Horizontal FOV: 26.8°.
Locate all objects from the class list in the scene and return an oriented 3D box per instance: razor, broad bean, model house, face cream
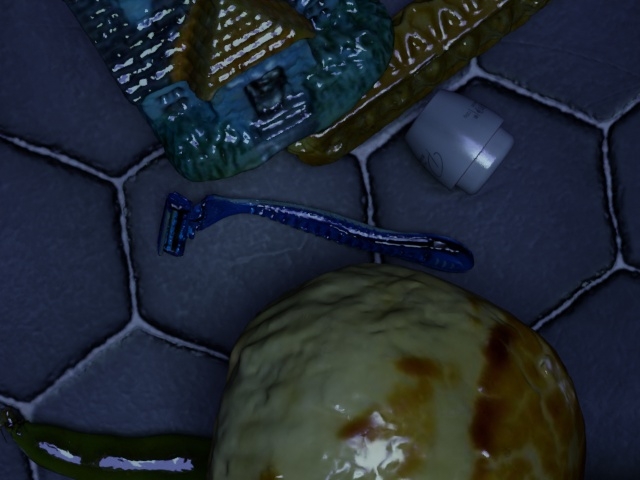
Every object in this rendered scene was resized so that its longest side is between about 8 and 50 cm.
[{"bbox_3d":[0.000,-0.010,1.370,0.324,0.093,0.056,7,56,-8],"label":"razor"},{"bbox_3d":[-0.202,0.220,1.362,0.254,0.046,0.065,9,78,-4],"label":"broad bean"},{"bbox_3d":[-0.086,-0.226,1.233,0.261,0.241,0.226,-34,67,-4],"label":"model house"},{"bbox_3d":[0.140,-0.100,1.356,0.095,0.091,0.091,38,89,3],"label":"face cream"}]

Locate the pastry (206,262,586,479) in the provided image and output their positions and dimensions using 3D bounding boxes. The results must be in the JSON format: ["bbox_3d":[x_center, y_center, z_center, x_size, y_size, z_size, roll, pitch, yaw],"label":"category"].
[{"bbox_3d":[0.077,0.211,1.221,0.313,0.388,0.388,2,92,23],"label":"pastry"}]

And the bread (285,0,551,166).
[{"bbox_3d":[0.112,-0.201,1.356,0.367,0.084,0.077,-36,50,-1],"label":"bread"}]
